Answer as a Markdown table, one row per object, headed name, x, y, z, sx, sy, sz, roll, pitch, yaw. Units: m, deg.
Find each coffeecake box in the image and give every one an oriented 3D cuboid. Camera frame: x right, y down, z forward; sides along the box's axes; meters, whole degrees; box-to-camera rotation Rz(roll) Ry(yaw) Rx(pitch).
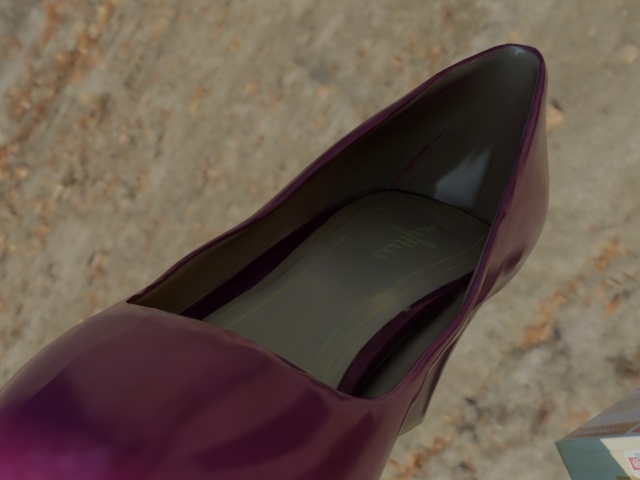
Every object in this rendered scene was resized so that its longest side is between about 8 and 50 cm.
| name | x | y | z | sx | sy | sz | roll | pitch | yaw |
| --- | --- | --- | --- | --- | --- | --- | --- | --- | --- |
| coffeecake box | 0.306 | 0.146 | 1.199 | 0.185 | 0.068 | 0.142 | -27 | 4 | -29 |

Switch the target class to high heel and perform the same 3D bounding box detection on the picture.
| name | x | y | z | sx | sy | sz | roll | pitch | yaw |
| --- | --- | --- | --- | --- | --- | --- | --- | --- | --- |
| high heel | 0.000 | 0.000 | 0.546 | 0.377 | 0.127 | 0.181 | -19 | -49 | -74 |
